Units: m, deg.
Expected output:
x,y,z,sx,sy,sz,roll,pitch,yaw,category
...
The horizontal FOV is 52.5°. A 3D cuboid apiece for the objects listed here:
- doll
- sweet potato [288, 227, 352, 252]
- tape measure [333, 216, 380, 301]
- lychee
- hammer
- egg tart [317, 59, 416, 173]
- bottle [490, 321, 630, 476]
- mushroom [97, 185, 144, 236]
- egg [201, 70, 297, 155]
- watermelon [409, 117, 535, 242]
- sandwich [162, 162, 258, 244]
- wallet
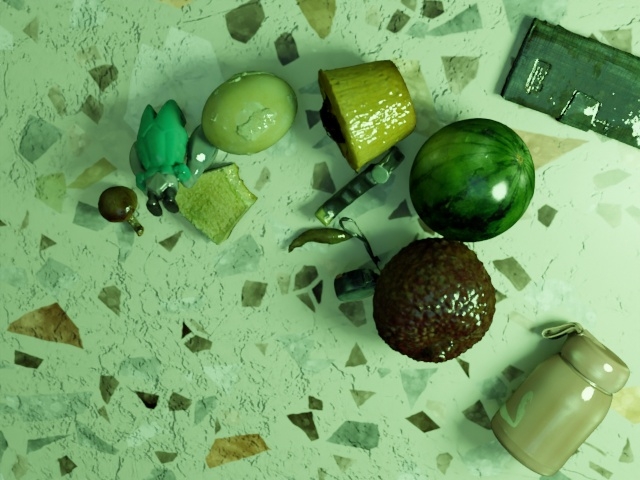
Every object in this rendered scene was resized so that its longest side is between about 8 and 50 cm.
x,y,z,sx,sy,sz,roll,pitch,yaw,category
-0.332,-0.166,1.353,0.195,0.153,0.258,15,64,16,doll
-0.002,-0.006,1.424,0.153,0.038,0.041,-10,80,11,sweet potato
0.064,0.043,1.414,0.107,0.104,0.180,-21,85,23,tape measure
0.231,0.124,1.331,0.260,0.260,0.261,2,105,6,lychee
0.082,-0.114,1.350,0.041,0.159,0.226,48,124,-5,hammer
0.086,-0.251,1.271,0.171,0.215,0.215,-21,101,0,egg tart
0.505,0.329,1.389,0.206,0.173,0.297,44,109,30,bottle
-0.436,-0.065,1.444,0.088,0.073,0.129,-43,100,-15,mushroom
-0.143,-0.256,1.315,0.201,0.164,0.164,-25,100,2,egg
0.292,-0.115,1.256,0.242,0.242,0.242,2,105,6,watermelon
-0.245,-0.110,1.418,0.193,0.058,0.162,39,104,-2,sandwich
0.535,-0.303,1.278,0.317,0.044,0.169,22,107,2,wallet
